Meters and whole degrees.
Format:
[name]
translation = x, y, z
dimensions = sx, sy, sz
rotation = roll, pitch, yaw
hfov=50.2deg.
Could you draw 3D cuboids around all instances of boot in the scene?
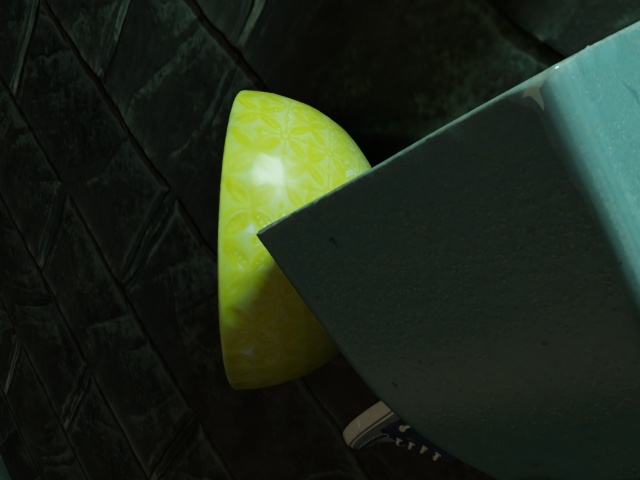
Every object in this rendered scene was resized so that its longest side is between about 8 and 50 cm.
[boot]
translation = 0.099, 0.194, 0.696
dimensions = 0.190, 0.069, 0.086
rotation = -47, 63, 40

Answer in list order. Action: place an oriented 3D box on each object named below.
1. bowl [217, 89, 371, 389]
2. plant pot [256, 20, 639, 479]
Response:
[bowl]
translation = 0.000, 0.000, 0.665
dimensions = 0.156, 0.289, 0.290
rotation = 1, 105, 2
[plant pot]
translation = 0.161, 0.023, 0.481
dimensions = 0.248, 0.247, 0.252
rotation = -25, 95, 46
